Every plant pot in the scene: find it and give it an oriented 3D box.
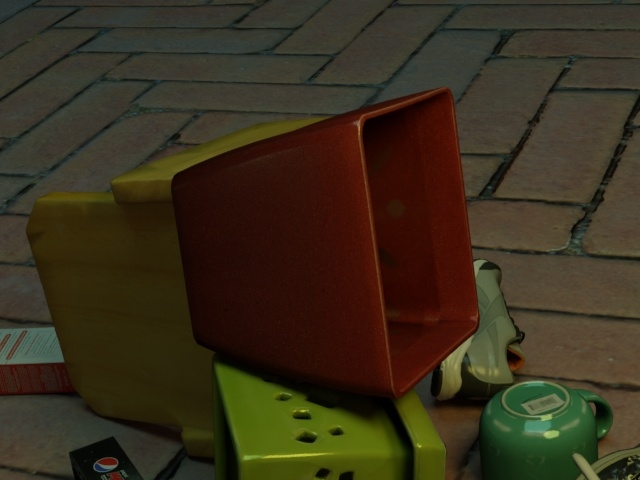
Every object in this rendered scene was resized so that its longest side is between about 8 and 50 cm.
[{"bbox_3d":[0.006,0.247,1.421,0.207,0.227,0.228,-5,23,-10],"label":"plant pot"},{"bbox_3d":[0.000,0.000,1.455,0.235,0.267,0.267,-4,10,25],"label":"plant pot"}]

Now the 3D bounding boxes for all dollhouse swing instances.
[{"bbox_3d":[-0.133,0.048,1.735,0.315,0.347,0.305,-24,19,-31],"label":"dollhouse swing"}]

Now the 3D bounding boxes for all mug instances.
[{"bbox_3d":[0.244,0.207,1.565,0.129,0.097,0.158,4,29,23],"label":"mug"}]

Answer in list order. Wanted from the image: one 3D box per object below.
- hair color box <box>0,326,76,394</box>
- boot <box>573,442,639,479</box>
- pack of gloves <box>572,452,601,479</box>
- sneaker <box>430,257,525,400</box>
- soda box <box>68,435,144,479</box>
[{"bbox_3d":[-0.392,0.160,1.891,0.167,0.053,0.093,-2,28,10],"label":"hair color box"},{"bbox_3d":[0.361,0.276,1.409,0.236,0.085,0.178,-23,32,-30],"label":"boot"},{"bbox_3d":[0.326,0.300,1.247,0.046,0.195,0.232,-37,27,3],"label":"pack of gloves"},{"bbox_3d":[0.207,0.118,1.782,0.108,0.100,0.271,11,32,7],"label":"sneaker"},{"bbox_3d":[-0.226,0.286,1.584,0.060,0.053,0.169,-18,28,-21],"label":"soda box"}]
